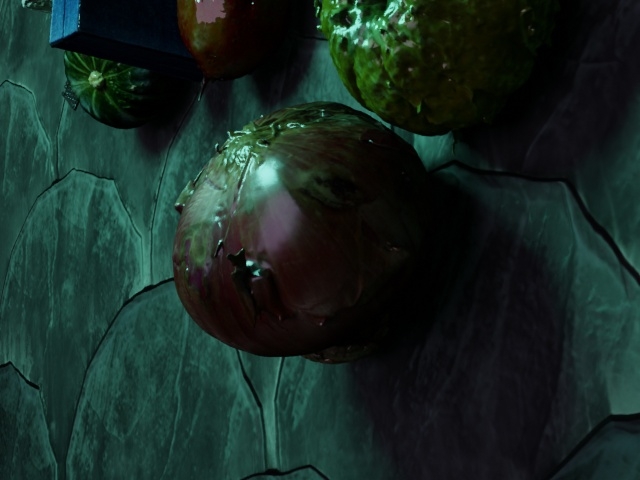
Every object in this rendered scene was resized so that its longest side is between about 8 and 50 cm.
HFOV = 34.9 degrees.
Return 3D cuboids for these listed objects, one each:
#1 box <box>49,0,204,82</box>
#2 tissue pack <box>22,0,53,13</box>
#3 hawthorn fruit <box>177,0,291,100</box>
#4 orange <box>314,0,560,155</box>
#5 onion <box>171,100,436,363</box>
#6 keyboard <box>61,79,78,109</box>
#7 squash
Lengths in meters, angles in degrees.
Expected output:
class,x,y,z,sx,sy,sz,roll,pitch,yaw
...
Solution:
class,x,y,z,sx,sy,sz,roll,pitch,yaw
box,-0.274,-0.413,1.623,0.116,0.279,0.261,-7,78,51
tissue pack,-0.469,-0.564,1.945,0.124,0.201,0.271,-35,58,51
hawthorn fruit,-0.139,-0.321,1.536,0.181,0.181,0.235,30,108,48
orange,0.129,-0.269,1.162,0.301,0.223,0.300,-34,65,42
onion,-0.024,-0.013,1.226,0.354,0.354,0.353,-10,77,49
keyboard,-0.479,-0.361,2.070,0.060,0.018,0.195,53,124,37
squash,-0.343,-0.301,1.766,0.218,0.172,0.218,5,112,11
